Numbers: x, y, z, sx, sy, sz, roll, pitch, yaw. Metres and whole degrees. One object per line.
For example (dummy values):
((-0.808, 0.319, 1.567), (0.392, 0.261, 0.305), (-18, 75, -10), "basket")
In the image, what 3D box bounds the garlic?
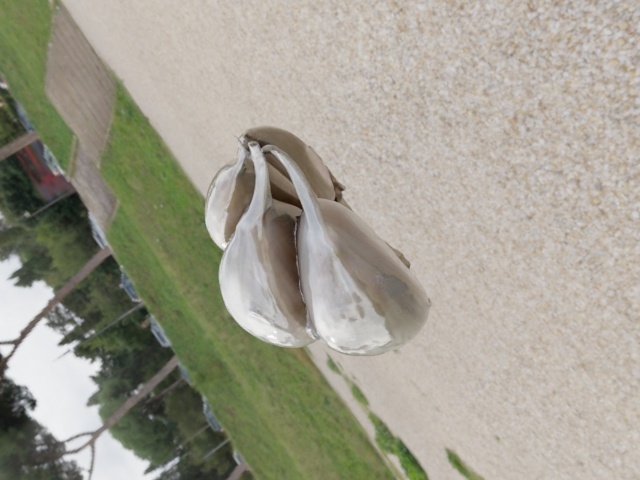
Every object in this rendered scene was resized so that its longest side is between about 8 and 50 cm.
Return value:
((0.000, 0.000, 0.602), (0.292, 0.210, 0.238), (9, -104, -70), "garlic")
